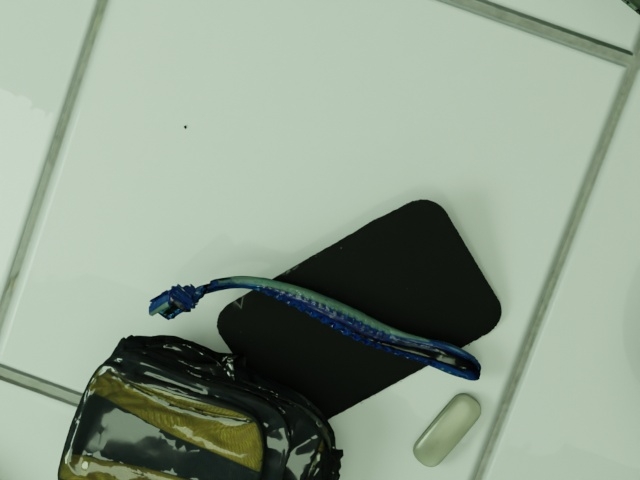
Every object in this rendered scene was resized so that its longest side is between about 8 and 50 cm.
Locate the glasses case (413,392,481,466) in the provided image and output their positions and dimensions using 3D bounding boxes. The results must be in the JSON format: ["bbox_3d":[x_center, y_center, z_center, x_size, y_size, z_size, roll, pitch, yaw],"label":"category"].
[{"bbox_3d":[0.124,0.186,1.705,0.032,0.021,0.083,39,100,-1],"label":"glasses case"}]

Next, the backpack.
[{"bbox_3d":[-0.107,0.199,1.669,0.258,0.133,0.206,21,108,-3],"label":"backpack"}]

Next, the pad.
[{"bbox_3d":[-0.002,0.004,1.669,0.250,0.055,0.323,-29,96,9],"label":"pad"}]

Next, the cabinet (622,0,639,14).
[{"bbox_3d":[0.310,-0.275,1.523,0.145,0.206,0.150,38,100,-2],"label":"cabinet"}]

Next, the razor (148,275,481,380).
[{"bbox_3d":[0.005,0.076,1.647,0.324,0.093,0.056,13,78,-14],"label":"razor"}]
